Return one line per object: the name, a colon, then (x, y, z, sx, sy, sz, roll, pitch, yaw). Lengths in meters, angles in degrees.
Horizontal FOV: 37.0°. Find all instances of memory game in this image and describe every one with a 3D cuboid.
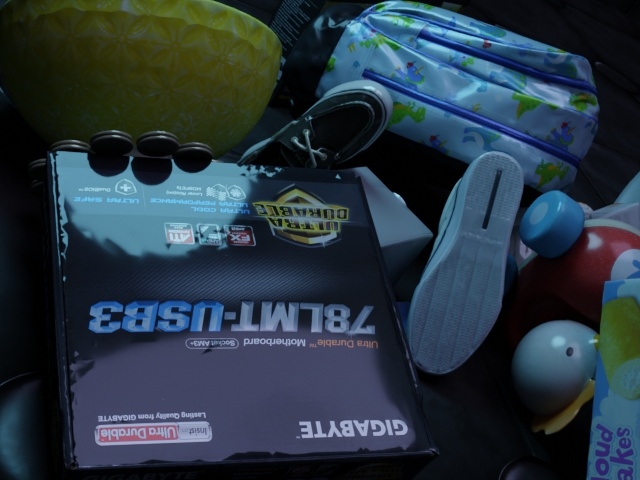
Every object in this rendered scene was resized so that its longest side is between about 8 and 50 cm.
memory game: (-0.177, -0.058, 0.889, 0.186, 0.186, 0.012, 9, 64, -35)

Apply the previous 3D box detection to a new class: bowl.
bowl: (-0.186, -0.131, 0.968, 0.289, 0.289, 0.156, 9, 80, -35)

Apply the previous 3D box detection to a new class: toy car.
toy car: (0.286, 0.112, 1.066, 0.219, 0.210, 0.238, 32, 41, -17)

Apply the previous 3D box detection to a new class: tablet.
tablet: (0.085, 0.090, 1.080, 0.083, 0.006, 0.054, 1, 42, -41)

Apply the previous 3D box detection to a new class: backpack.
backpack: (0.174, -0.171, 1.234, 0.355, 0.273, 0.290, 38, 4, 20)

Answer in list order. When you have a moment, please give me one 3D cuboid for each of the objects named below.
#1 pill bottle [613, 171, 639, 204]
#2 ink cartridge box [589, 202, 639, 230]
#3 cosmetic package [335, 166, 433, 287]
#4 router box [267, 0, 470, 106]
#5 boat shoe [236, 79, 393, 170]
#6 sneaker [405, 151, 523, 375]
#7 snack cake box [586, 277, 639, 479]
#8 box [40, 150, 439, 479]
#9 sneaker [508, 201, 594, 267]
pill bottle: (0.622, 0.030, 1.496, 0.333, 0.188, 0.188, 32, 30, -2)
ink cartridge box: (0.393, 0.035, 1.348, 0.179, 0.146, 0.045, -16, 11, -36)
cosmetic package: (0.000, 0.000, 1.042, 0.238, 0.107, 0.127, -7, 49, -52)
router box: (0.064, -0.312, 1.422, 0.308, 0.243, 0.081, -6, 47, -47)
boat shoe: (-0.013, -0.102, 1.080, 0.078, 0.219, 0.070, 52, 31, -13)
sneaker: (0.163, 0.030, 1.066, 0.094, 0.258, 0.091, 23, -10, 2)
snack cake box: (0.362, 0.181, 0.974, 0.152, 0.089, 0.265, 16, 76, -29)
box: (-0.077, 0.063, 0.797, 0.295, 0.073, 0.293, 3, 50, -22)
sneaker: (0.321, 0.020, 1.342, 0.262, 0.099, 0.121, -4, 58, -41)
